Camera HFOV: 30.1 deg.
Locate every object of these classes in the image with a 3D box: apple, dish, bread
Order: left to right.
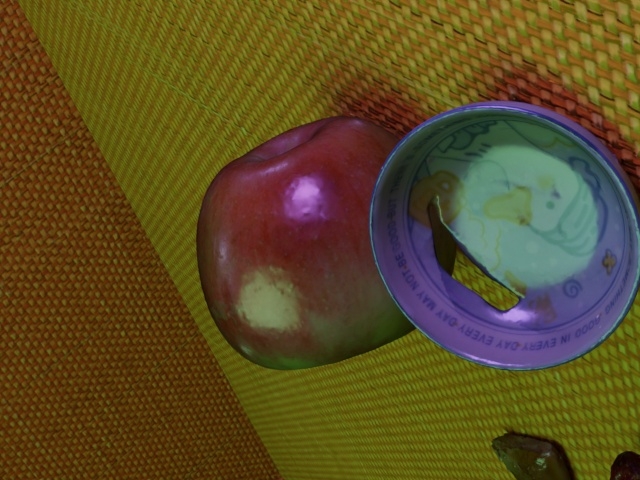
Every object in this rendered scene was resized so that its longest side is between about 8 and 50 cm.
[{"bbox_3d":[0.000,0.000,1.432,0.319,0.319,0.277,-4,105,68],"label":"apple"},{"bbox_3d":[0.198,-0.018,1.192,0.273,0.134,0.274,10,113,24],"label":"dish"},{"bbox_3d":[0.328,0.351,1.765,0.136,0.054,0.154,52,165,-15],"label":"bread"}]

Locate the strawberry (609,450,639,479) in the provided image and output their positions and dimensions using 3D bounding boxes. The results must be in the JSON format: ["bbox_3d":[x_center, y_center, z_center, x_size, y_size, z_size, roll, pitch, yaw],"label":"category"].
[{"bbox_3d":[0.404,0.335,1.437,0.148,0.131,0.131,46,164,-14],"label":"strawberry"}]
